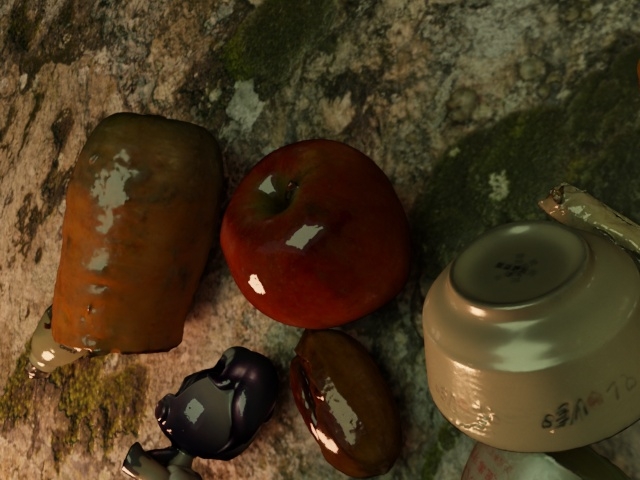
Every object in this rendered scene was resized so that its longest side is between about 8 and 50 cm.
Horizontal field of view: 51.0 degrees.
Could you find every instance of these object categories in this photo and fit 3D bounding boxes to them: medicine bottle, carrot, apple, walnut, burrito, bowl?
[{"bbox_3d":[0.201,0.256,0.639,0.147,0.147,0.143,34,100,36],"label":"medicine bottle"},{"bbox_3d":[-0.264,-0.011,0.990,0.224,0.224,0.340,11,92,36],"label":"carrot"},{"bbox_3d":[0.000,0.000,0.811,0.230,0.230,0.230,-10,73,33],"label":"apple"},{"bbox_3d":[0.025,0.186,0.803,0.116,0.116,0.207,-40,60,20],"label":"walnut"},{"bbox_3d":[0.309,-0.003,0.700,0.045,0.041,0.185,-29,52,-23],"label":"burrito"},{"bbox_3d":[0.198,0.067,0.630,0.238,0.126,0.237,-18,30,11],"label":"bowl"}]

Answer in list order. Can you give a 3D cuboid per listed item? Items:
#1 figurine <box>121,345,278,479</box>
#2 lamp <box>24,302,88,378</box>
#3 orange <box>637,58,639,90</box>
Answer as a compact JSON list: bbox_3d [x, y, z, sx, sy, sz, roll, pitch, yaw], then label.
[{"bbox_3d":[-0.145,0.239,0.882,0.145,0.145,0.222,25,75,36],"label":"figurine"},{"bbox_3d":[-0.409,0.134,1.123,0.250,0.101,0.101,-48,56,11],"label":"lamp"},{"bbox_3d":[0.368,-0.177,0.688,0.086,0.062,0.086,-7,77,33],"label":"orange"}]
